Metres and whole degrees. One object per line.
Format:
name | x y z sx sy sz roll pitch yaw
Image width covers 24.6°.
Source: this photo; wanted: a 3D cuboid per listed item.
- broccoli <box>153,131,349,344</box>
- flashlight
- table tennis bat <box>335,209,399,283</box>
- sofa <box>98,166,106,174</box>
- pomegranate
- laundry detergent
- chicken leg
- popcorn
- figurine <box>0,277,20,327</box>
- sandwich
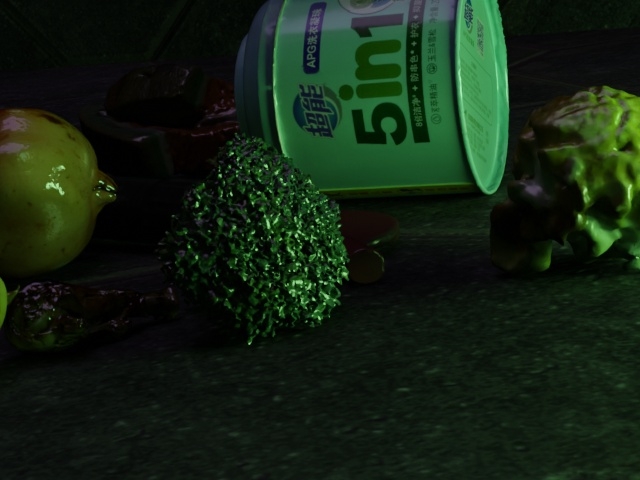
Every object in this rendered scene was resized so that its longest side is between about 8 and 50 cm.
broccoli | -0.082 0.008 1.407 0.194 0.219 0.194 0 -21 0
flashlight | -0.281 -0.045 1.846 0.424 0.103 0.103 5 18 40
table tennis bat | 0.000 0.000 1.621 0.200 0.038 0.310 -11 13 -15
sofa | -0.407 -0.090 2.225 0.147 0.060 0.085 -19 1 -43
pomegranate | -0.350 -0.051 1.703 0.209 0.209 0.209 -7 13 2
laundry detergent | 0.063 -0.191 1.868 0.305 0.287 0.287 -2 14 18
chicken leg | -0.213 0.069 1.398 0.178 0.070 0.093 -4 9 -36
popcorn | 0.256 -0.043 1.423 0.212 0.198 0.198 -35 16 -4
figurine | -0.357 0.070 1.354 0.156 0.131 0.246 -32 7 -16
sandwich | -0.191 -0.179 2.153 0.301 0.162 0.250 -4 18 -20
